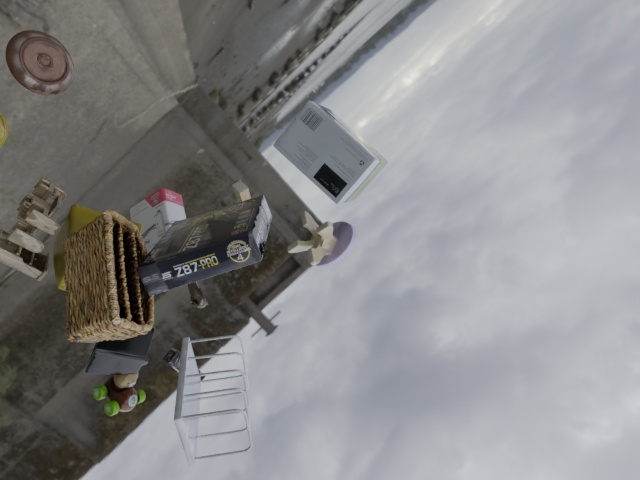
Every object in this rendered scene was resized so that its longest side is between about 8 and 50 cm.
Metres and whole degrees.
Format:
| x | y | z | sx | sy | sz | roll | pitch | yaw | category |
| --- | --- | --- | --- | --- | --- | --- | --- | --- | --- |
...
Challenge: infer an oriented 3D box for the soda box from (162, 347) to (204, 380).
| x | y | z | sx | sy | sz | roll | pitch | yaw | category |
| --- | --- | --- | --- | --- | --- | --- | --- | --- | --- |
| -0.515 | 0.482 | 1.829 | 0.060 | 0.169 | 0.053 | 3 | -133 | 46 | soda box |

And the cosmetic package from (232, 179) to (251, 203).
| x | y | z | sx | sy | sz | roll | pitch | yaw | category |
| --- | --- | --- | --- | --- | --- | --- | --- | --- | --- |
| -0.300 | -0.173 | 1.866 | 0.041 | 0.060 | 0.115 | -34 | 148 | -18 | cosmetic package |

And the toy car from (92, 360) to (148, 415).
| x | y | z | sx | sy | sz | roll | pitch | yaw | category |
| --- | --- | --- | --- | --- | --- | --- | --- | --- | --- |
| -0.712 | 0.523 | 1.781 | 0.188 | 0.149 | 0.155 | -53 | 162 | 17 | toy car |

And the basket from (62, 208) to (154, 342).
| x | y | z | sx | sy | sz | roll | pitch | yaw | category |
| --- | --- | --- | --- | --- | --- | --- | --- | --- | --- |
| -0.517 | 0.101 | 1.265 | 0.222 | 0.300 | 0.213 | -23 | 159 | 31 | basket |

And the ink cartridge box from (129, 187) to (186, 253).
| x | y | z | sx | sy | sz | roll | pitch | yaw | category |
| --- | --- | --- | --- | --- | --- | --- | --- | --- | --- |
| -0.660 | -0.040 | 1.991 | 0.207 | 0.283 | 0.117 | -27 | 155 | 21 | ink cartridge box |

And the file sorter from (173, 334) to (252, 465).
| x | y | z | sx | sy | sz | roll | pitch | yaw | category |
| --- | --- | --- | --- | --- | --- | --- | --- | --- | --- |
| -0.285 | 0.421 | 1.322 | 0.172 | 0.193 | 0.278 | -7 | -146 | -7 | file sorter |

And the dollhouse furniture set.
| x | y | z | sx | sy | sz | roll | pitch | yaw | category |
| --- | --- | --- | --- | --- | --- | --- | --- | --- | --- |
| -0.849 | -0.024 | 1.464 | 0.242 | 0.161 | 0.212 | -44 | -142 | 8 | dollhouse furniture set |

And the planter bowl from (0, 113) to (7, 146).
| x | y | z | sx | sy | sz | roll | pitch | yaw | category |
| --- | --- | --- | --- | --- | --- | --- | --- | --- | --- |
| -0.865 | -0.290 | 1.127 | 0.217 | 0.217 | 0.090 | -53 | 179 | -39 | planter bowl |

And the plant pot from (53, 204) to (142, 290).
| x | y | z | sx | sy | sz | roll | pitch | yaw | category |
| --- | --- | --- | --- | --- | --- | --- | --- | --- | --- |
| -0.691 | 0.052 | 1.474 | 0.212 | 0.212 | 0.187 | -45 | -140 | 34 | plant pot |

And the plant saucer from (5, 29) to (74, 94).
| x | y | z | sx | sy | sz | roll | pitch | yaw | category |
| --- | --- | --- | --- | --- | --- | --- | --- | --- | --- |
| -0.871 | -0.561 | 1.515 | 0.036 | 0.199 | 0.199 | 1 | -139 | 41 | plant saucer |

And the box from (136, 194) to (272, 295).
| x | y | z | sx | sy | sz | roll | pitch | yaw | category |
| --- | --- | --- | --- | --- | --- | --- | --- | --- | --- |
| -0.313 | -0.002 | 1.402 | 0.318 | 0.097 | 0.395 | -18 | -161 | 6 | box |

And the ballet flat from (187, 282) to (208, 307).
| x | y | z | sx | sy | sz | roll | pitch | yaw | category |
| --- | --- | --- | --- | --- | --- | --- | --- | --- | --- |
| -0.483 | 0.158 | 1.768 | 0.058 | 0.084 | 0.250 | -28 | -127 | -15 | ballet flat |

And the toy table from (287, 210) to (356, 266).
| x | y | z | sx | sy | sz | roll | pitch | yaw | category |
| --- | --- | --- | --- | --- | --- | --- | --- | --- | --- |
| 0.000 | 0.000 | 2.077 | 0.274 | 0.160 | 0.252 | -42 | -130 | 27 | toy table |

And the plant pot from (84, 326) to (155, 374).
| x | y | z | sx | sy | sz | roll | pitch | yaw | category |
| --- | --- | --- | --- | --- | --- | --- | --- | --- | --- |
| -0.680 | 0.357 | 1.661 | 0.188 | 0.166 | 0.188 | -50 | -153 | 41 | plant pot |

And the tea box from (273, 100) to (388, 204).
| x | y | z | sx | sy | sz | roll | pitch | yaw | category |
| --- | --- | --- | --- | --- | --- | --- | --- | --- | --- |
| 0.052 | -0.330 | 1.844 | 0.220 | 0.329 | 0.323 | -48 | 174 | 16 | tea box |
